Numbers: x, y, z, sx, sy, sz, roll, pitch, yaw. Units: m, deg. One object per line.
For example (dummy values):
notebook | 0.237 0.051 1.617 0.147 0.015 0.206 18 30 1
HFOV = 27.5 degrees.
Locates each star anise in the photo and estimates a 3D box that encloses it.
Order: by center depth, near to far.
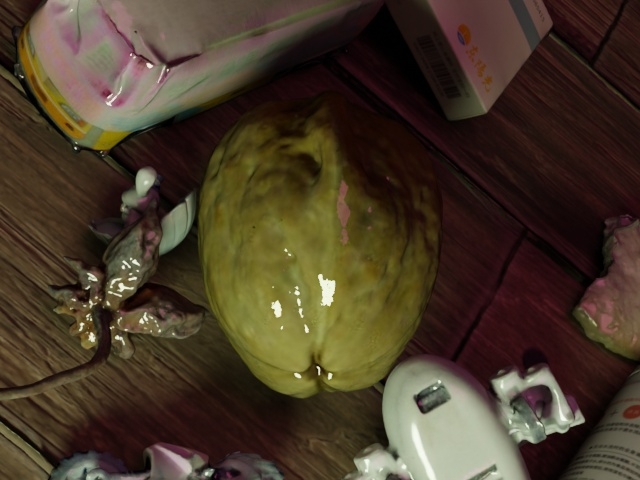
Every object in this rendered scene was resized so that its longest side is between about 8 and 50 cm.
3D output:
star anise | -0.188 0.067 1.070 0.218 0.148 0.227 13 22 -12

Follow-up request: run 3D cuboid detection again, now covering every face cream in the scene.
face cream | 0.376 0.196 1.370 0.145 0.145 0.369 47 53 -1

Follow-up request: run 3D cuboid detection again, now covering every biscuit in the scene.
biscuit | 0.389 0.051 1.521 0.265 0.040 0.188 -18 78 -35

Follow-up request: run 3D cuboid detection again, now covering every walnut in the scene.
walnut | 0.000 0.000 1.201 0.227 0.283 0.283 0 63 1

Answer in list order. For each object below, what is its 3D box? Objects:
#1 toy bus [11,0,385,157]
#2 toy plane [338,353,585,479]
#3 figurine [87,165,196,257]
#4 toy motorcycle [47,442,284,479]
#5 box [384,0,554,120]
toy bus | -0.111 -0.232 1.302 0.386 0.162 0.171 -29 83 -37
toy plane | 0.136 0.216 1.210 0.252 0.118 0.252 -1 97 -10
figurine | -0.158 -0.028 1.210 0.082 0.086 0.094 32 13 -4
toy motorcycle | -0.092 0.251 1.096 0.204 0.108 0.239 -23 79 -36
box | 0.133 -0.329 1.468 0.200 0.065 0.343 -51 120 -38
